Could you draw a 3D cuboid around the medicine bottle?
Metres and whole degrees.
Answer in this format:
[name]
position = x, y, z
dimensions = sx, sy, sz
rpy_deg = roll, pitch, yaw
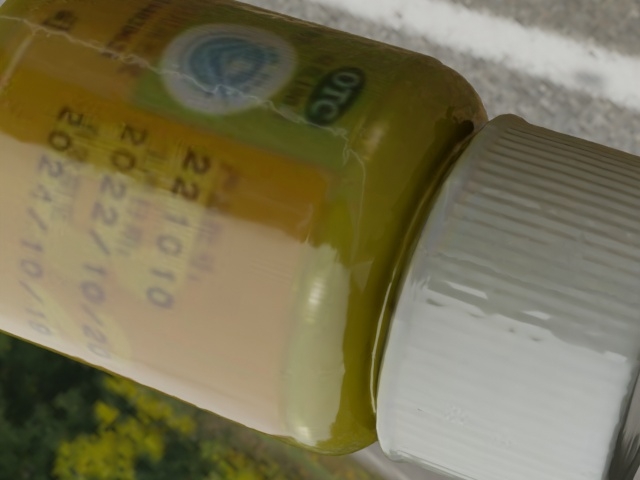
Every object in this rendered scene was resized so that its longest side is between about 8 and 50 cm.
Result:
[medicine bottle]
position = 0.000, 0.000, 0.818
dimensions = 0.384, 0.224, 0.224
rpy_deg = 20, 160, 19
